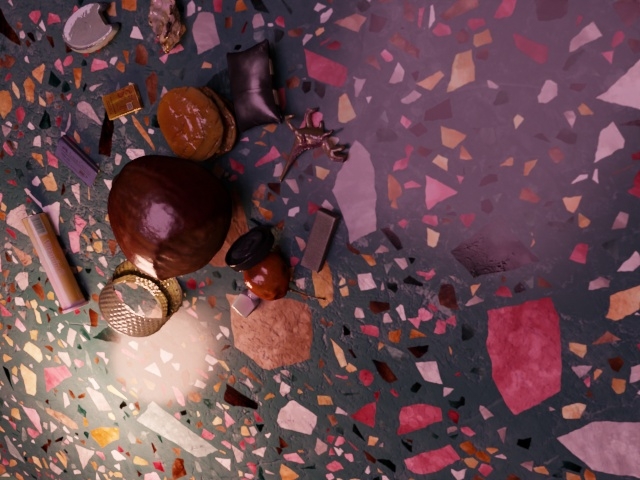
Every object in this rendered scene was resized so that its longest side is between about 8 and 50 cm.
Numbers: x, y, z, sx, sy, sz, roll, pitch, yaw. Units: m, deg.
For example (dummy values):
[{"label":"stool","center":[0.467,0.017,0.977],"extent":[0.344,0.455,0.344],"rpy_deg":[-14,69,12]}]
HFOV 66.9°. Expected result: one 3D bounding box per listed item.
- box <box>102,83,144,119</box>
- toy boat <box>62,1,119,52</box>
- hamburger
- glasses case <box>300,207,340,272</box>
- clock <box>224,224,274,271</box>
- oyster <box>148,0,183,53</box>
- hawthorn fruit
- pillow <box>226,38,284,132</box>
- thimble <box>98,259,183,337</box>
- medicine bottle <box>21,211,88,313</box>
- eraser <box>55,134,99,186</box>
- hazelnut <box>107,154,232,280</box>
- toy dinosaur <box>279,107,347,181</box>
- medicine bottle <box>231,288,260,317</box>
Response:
[{"label":"box","center":[-0.702,-0.490,1.721],"extent":[0.157,0.022,0.088],"rpy_deg":[-12,102,25]},{"label":"toy boat","center":[-0.786,-0.725,1.666],"extent":[0.208,0.079,0.134],"rpy_deg":[-26,103,17]},{"label":"hamburger","center":[-0.394,-0.369,1.550],"extent":[0.245,0.163,0.244],"rpy_deg":[6,108,19]},{"label":"glasses case","center":[0.000,0.000,1.564],"extent":[0.071,0.047,0.204],"rpy_deg":[26,115,18]},{"label":"clock","center":[-0.231,0.027,1.599],"extent":[0.185,0.184,0.040],"rpy_deg":[-21,123,27]},{"label":"oyster","center":[-0.484,-0.719,1.539],"extent":[0.133,0.072,0.208],"rpy_deg":[-29,74,34]},{"label":"hawthorn fruit","center":[-0.122,0.148,1.636],"extent":[0.286,0.165,0.165],"rpy_deg":[29,118,-14]},{"label":"pillow","center":[-0.205,-0.465,1.472],"extent":[0.186,0.106,0.249],"rpy_deg":[-2,103,39]},{"label":"thimble","center":[-0.666,0.211,1.788],"extent":[0.271,0.271,0.150],"rpy_deg":[47,119,4]},{"label":"medicine bottle","center":[-1.112,0.092,2.035],"extent":[0.108,0.108,0.425],"rpy_deg":[-18,97,26]},{"label":"eraser","center":[-0.940,-0.308,1.870],"extent":[0.225,0.036,0.082],"rpy_deg":[43,119,5]},{"label":"hazelnut","center":[-0.490,-0.084,1.566],"extent":[0.421,0.353,0.420],"rpy_deg":[25,137,26]},{"label":"toy dinosaur","center":[-0.051,-0.293,1.484],"extent":[0.252,0.072,0.199],"rpy_deg":[-12,109,17]},{"label":"medicine bottle","center":[-0.255,0.211,1.732],"extent":[0.074,0.055,0.118],"rpy_deg":[42,118,7]}]
